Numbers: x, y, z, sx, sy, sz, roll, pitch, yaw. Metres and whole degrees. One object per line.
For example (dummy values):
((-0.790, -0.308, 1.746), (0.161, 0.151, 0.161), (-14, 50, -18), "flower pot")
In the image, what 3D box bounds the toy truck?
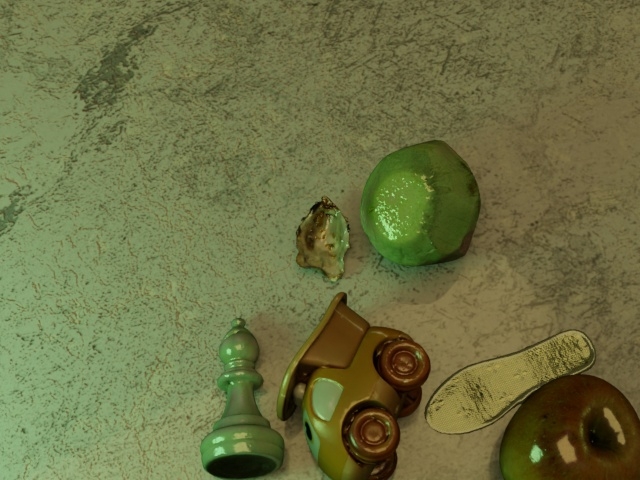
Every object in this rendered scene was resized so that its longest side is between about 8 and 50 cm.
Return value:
((0.058, 0.248, 1.774), (0.211, 0.204, 0.288), (23, 66, 11), "toy truck")

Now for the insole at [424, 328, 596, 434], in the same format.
((0.326, 0.241, 1.872), (0.322, 0.007, 0.109), (-23, 71, -5), "insole")

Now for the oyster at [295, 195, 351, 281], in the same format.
((0.006, -0.006, 1.949), (0.103, 0.051, 0.148), (16, 80, -4), "oyster")

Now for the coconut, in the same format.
((0.179, -0.059, 1.887), (0.204, 0.236, 0.236), (-34, 69, 26), "coconut")

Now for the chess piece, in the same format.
((-0.136, 0.253, 1.833), (0.139, 0.139, 0.272), (-6, 60, 0), "chess piece")

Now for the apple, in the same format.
((0.397, 0.335, 1.747), (0.236, 0.207, 0.237), (7, 66, -15), "apple")
